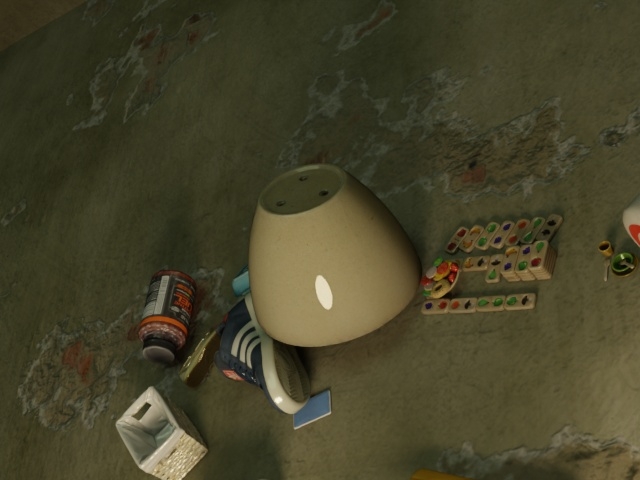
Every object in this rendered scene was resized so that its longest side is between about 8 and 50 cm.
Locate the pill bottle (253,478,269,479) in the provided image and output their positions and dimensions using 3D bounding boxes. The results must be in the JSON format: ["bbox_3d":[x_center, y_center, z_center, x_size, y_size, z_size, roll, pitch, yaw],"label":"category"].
[{"bbox_3d":[-0.157,0.480,2.012,0.169,0.094,0.094,-19,44,30],"label":"pill bottle"}]

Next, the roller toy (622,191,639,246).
[{"bbox_3d":[0.563,-0.020,1.715,0.146,0.209,0.191,-50,16,-4],"label":"roller toy"}]

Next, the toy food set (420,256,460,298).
[{"bbox_3d":[0.218,0.068,2.074,0.083,0.020,0.083,-56,31,-9],"label":"toy food set"}]

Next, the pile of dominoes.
[{"bbox_3d":[0.300,0.035,2.036,0.251,0.040,0.196,-7,52,39],"label":"pile of dominoes"}]

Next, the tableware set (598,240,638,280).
[{"bbox_3d":[0.527,0.007,1.859,0.154,0.024,0.104,-15,46,35],"label":"tableware set"}]

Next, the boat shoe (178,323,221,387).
[{"bbox_3d":[-0.238,0.230,2.356,0.048,0.056,0.153,30,86,47],"label":"boat shoe"}]

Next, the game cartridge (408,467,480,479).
[{"bbox_3d":[0.162,0.457,1.651,0.285,0.052,0.324,1,30,44],"label":"game cartridge"}]

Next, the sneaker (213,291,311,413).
[{"bbox_3d":[-0.124,0.240,2.184,0.148,0.131,0.350,-38,28,8],"label":"sneaker"}]

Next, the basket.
[{"bbox_3d":[-0.310,0.386,2.238,0.113,0.103,0.167,-46,36,0],"label":"basket"}]

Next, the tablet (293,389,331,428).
[{"bbox_3d":[-0.015,0.313,2.106,0.083,0.006,0.054,-27,41,22],"label":"tablet"}]

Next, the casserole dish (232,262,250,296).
[{"bbox_3d":[-0.121,0.050,2.358,0.114,0.037,0.188,-32,11,35],"label":"casserole dish"}]

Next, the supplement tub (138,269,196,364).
[{"bbox_3d":[-0.332,0.168,2.461,0.106,0.106,0.197,-20,45,30],"label":"supplement tub"}]

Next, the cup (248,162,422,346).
[{"bbox_3d":[0.000,0.000,2.106,0.331,0.237,0.331,-14,34,9],"label":"cup"}]
